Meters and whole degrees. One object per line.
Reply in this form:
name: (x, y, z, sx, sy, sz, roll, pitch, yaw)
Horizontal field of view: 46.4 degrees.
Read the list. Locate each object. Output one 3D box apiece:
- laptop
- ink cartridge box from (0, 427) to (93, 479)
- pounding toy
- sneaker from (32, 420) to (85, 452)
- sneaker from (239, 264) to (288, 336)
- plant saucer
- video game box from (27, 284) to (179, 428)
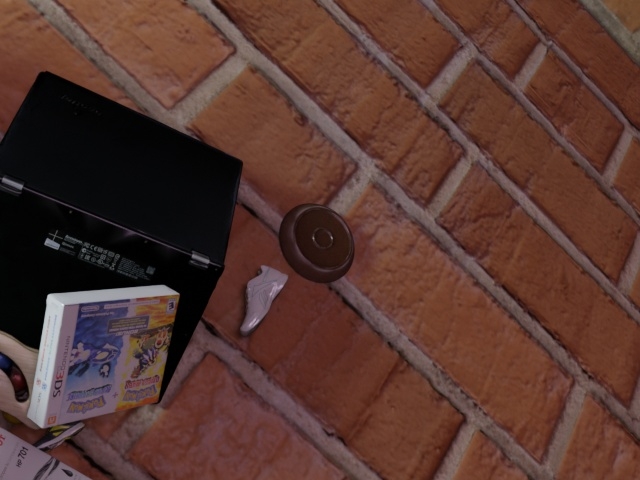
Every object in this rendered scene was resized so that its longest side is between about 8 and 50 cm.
laptop: (-0.366, -0.008, 1.240, 0.382, 0.236, 0.408, 23, 98, -19)
ink cartridge box: (-0.409, 0.363, 1.021, 0.191, 0.082, 0.139, 39, 19, -19)
pounding toy: (-0.498, 0.185, 1.033, 0.269, 0.155, 0.154, 35, 74, -20)
sneaker: (-0.402, 0.292, 1.135, 0.083, 0.031, 0.035, -25, 70, -38)
sneaker: (-0.116, 0.109, 1.357, 0.061, 0.054, 0.152, 32, 52, -3)
plant saucer: (0.000, 0.000, 1.475, 0.168, 0.029, 0.168, 10, 67, -25)
video game box: (-0.313, 0.165, 1.095, 0.205, 0.048, 0.187, -2, 112, -51)
